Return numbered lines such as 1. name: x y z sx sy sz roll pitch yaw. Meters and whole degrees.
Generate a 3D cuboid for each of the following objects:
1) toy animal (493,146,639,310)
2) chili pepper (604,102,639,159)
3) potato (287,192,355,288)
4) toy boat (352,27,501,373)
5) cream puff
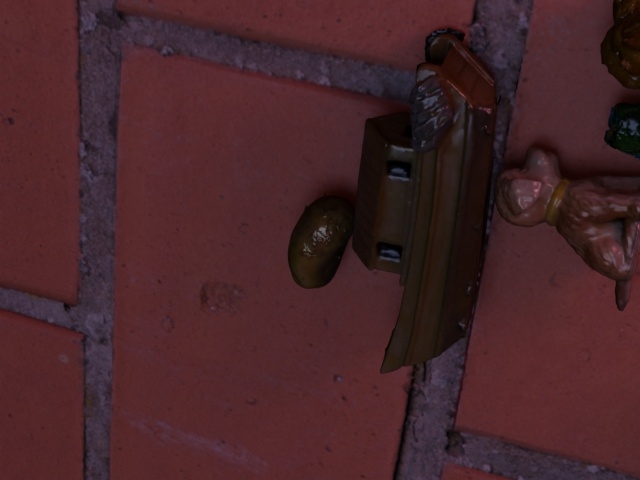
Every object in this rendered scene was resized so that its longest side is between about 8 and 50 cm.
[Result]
1. toy animal: 0.289 -0.010 1.588 0.185 0.104 0.184 11 122 11
2. chili pepper: 0.430 -0.102 1.500 0.224 0.061 0.098 14 144 8
3. potato: 0.000 0.000 1.714 0.070 0.091 0.138 36 128 14
4. toy boat: 0.118 -0.028 1.623 0.162 0.136 0.445 9 124 10
5. cream puff: 0.347 -0.218 1.440 0.094 0.122 0.116 -1 80 13
